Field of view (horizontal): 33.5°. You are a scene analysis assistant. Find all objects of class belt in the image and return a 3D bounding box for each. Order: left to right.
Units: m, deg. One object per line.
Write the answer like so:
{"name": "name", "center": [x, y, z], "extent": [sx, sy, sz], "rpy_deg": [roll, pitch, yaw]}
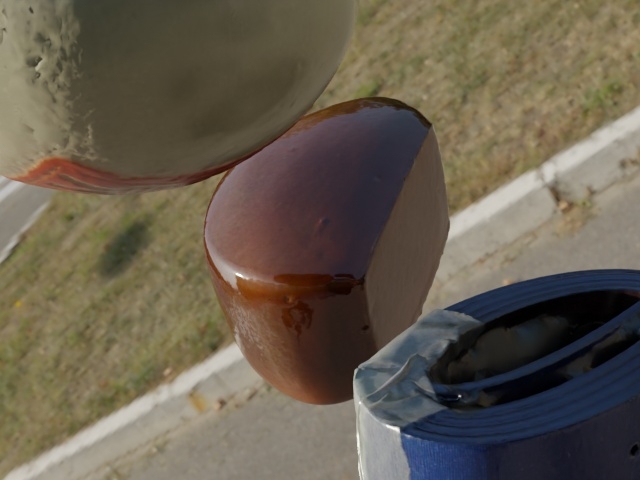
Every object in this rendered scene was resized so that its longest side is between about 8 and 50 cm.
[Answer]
{"name": "belt", "center": [0.186, 0.127, 0.879], "extent": [0.347, 0.117, 0.212], "rpy_deg": [-20, 28, -30]}

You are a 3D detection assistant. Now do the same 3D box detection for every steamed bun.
{"name": "steamed bun", "center": [-0.155, -0.163, 0.823], "extent": [0.374, 0.241, 0.374], "rpy_deg": [0, 26, 0]}
{"name": "steamed bun", "center": [0.000, 0.000, 1.287], "extent": [0.248, 0.235, 0.379], "rpy_deg": [4, 43, 22]}
